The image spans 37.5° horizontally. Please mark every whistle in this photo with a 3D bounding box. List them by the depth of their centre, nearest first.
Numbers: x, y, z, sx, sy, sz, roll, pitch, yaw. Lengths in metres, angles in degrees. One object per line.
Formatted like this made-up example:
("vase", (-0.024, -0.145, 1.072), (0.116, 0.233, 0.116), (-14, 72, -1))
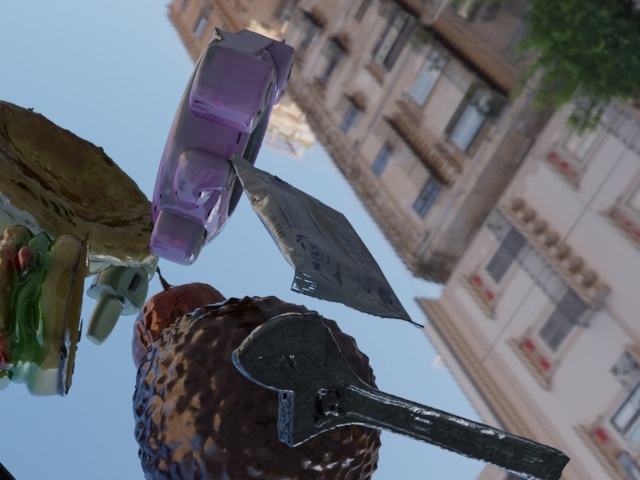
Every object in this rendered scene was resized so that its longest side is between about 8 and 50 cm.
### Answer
("whistle", (-0.354, 0.077, 1.666), (0.110, 0.092, 0.244), (52, -134, -38))

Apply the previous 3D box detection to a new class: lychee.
("lychee", (-0.059, 0.176, 0.907), (0.260, 0.261, 0.261), (25, -158, -11))

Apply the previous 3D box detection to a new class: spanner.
("spanner", (0.071, 0.131, 0.700), (0.325, 0.093, 0.026), (23, 179, -30))

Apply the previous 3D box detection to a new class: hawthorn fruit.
("hawthorn fruit", (-0.291, 0.168, 1.962), (0.242, 0.241, 0.272), (-8, -101, -57))

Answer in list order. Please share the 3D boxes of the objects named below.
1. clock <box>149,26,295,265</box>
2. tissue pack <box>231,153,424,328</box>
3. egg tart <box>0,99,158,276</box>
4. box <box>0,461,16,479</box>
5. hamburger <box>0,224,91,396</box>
("clock", (-0.114, -0.108, 1.054), (0.090, 0.248, 0.227), (21, -161, 0))
("tissue pack", (0.000, 0.000, 0.763), (0.122, 0.026, 0.193), (27, -161, -34))
("egg tart", (-0.423, -0.062, 1.480), (0.388, 0.169, 0.388), (38, -170, -8))
("box", (-0.414, 0.183, 0.940), (0.050, 0.160, 0.230), (-50, -61, -38))
("hamburger", (-0.383, 0.088, 1.207), (0.148, 0.237, 0.237), (9, -154, -10))
